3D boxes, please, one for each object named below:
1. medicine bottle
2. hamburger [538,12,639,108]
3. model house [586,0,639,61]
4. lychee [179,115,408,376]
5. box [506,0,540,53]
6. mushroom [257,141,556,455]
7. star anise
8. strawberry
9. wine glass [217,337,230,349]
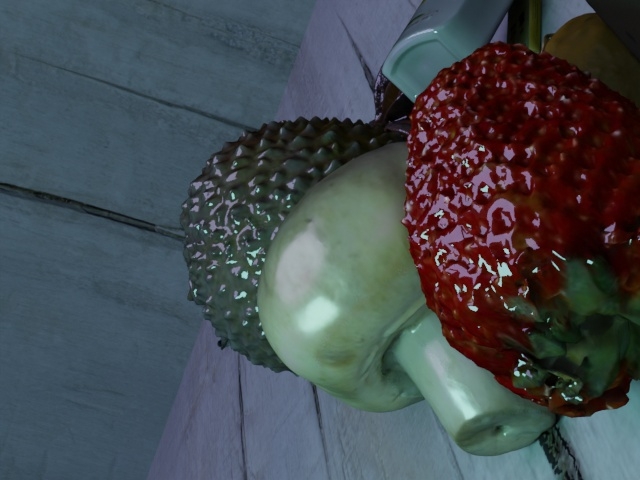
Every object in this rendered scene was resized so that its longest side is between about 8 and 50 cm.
[{"bbox_3d":[0.202,-0.329,1.743,0.161,0.111,0.296,-31,20,52],"label":"medicine bottle"},{"bbox_3d":[0.285,-0.152,1.266,0.115,0.162,0.162,139,145,-70],"label":"hamburger"},{"bbox_3d":[0.334,-0.239,1.132,0.211,0.204,0.243,130,137,-61],"label":"model house"},{"bbox_3d":[0.000,0.000,1.748,0.432,0.380,0.380,-24,33,16],"label":"lychee"},{"bbox_3d":[0.286,-0.298,1.749,0.073,0.020,0.149,122,160,-54],"label":"box"},{"bbox_3d":[0.089,0.073,1.414,0.353,0.325,0.353,-175,90,-85],"label":"mushroom"},{"bbox_3d":[0.134,-0.168,1.989,0.315,0.108,0.315,-177,90,-86],"label":"star anise"},{"bbox_3d":[0.191,-0.019,1.150,0.351,0.267,0.312,58,153,33],"label":"strawberry"},{"bbox_3d":[-0.048,0.142,2.141,0.156,0.232,0.156,-165,90,-78],"label":"wine glass"}]
